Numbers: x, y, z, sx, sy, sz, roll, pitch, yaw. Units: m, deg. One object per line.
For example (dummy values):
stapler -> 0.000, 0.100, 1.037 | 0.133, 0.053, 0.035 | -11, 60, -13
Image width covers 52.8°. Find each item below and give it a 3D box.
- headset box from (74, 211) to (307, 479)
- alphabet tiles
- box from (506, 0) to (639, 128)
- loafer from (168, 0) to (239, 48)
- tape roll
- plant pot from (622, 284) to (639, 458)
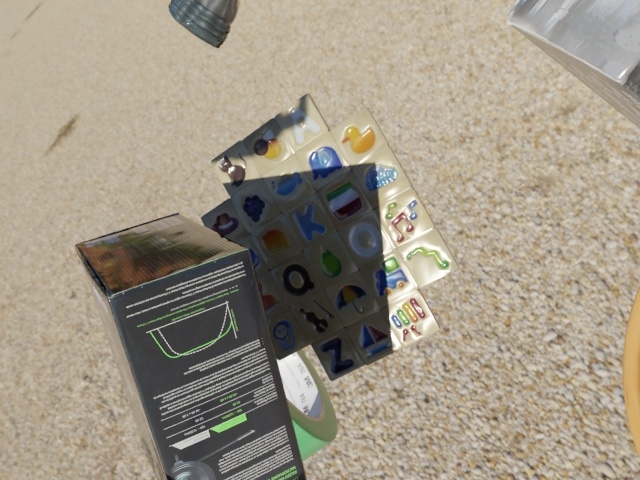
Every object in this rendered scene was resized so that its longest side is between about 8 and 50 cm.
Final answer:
headset box -> -0.141, 0.136, 0.683 | 0.131, 0.283, 0.246 | -20, 19, -22
alphabet tiles -> 0.000, 0.000, 0.840 | 0.285, 0.343, 0.011 | -31, -5, 23
box -> 0.270, -0.161, 0.361 | 0.076, 0.307, 0.243 | 48, 115, 38
loafer -> -0.100, -0.224, 0.553 | 0.061, 0.062, 0.170 | -51, 42, 17
tape roll -> -0.093, 0.256, 1.208 | 0.077, 0.321, 0.321 | -37, 35, 9
plant pot -> 0.370, 0.091, 0.392 | 0.290, 0.203, 0.291 | -11, 75, 44
